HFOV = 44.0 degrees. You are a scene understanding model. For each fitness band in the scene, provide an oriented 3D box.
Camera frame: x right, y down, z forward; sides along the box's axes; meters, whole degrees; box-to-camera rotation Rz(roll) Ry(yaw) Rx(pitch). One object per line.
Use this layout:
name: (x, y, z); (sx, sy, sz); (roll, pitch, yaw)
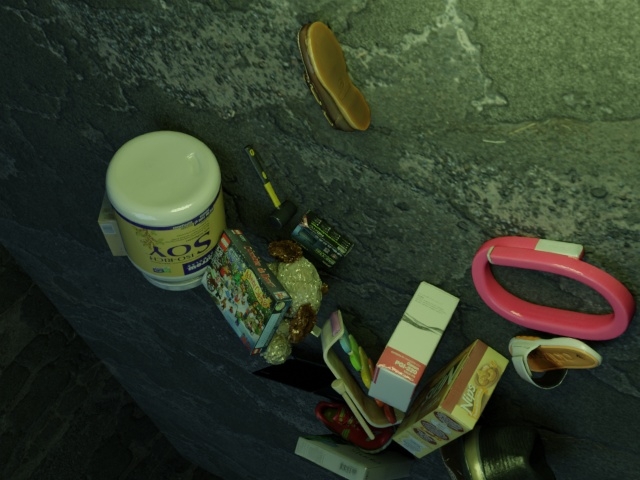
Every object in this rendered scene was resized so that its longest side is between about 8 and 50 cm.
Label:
fitness band: (0.393, 0.086, 1.366); (0.291, 0.054, 0.209); (10, 142, 42)

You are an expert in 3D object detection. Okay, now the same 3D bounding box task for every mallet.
mallet: (-0.103, -0.118, 1.643); (0.039, 0.062, 0.189); (2, 121, 45)

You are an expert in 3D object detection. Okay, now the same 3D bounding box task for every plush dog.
plush dog: (-0.059, 0.120, 1.743); (0.225, 0.211, 0.262); (126, 127, -70)

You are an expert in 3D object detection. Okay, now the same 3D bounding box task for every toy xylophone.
toy xylophone: (0.097, 0.337, 1.908); (0.322, 0.081, 0.236); (55, -170, -29)

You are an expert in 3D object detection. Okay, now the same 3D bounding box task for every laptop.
laptop: (-0.018, 0.428, 2.234); (0.234, 0.136, 0.264); (9, 141, 41)

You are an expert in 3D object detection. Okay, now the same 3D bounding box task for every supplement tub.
supplement tub: (-0.332, -0.056, 1.765); (0.241, 0.241, 0.331); (28, 150, 16)

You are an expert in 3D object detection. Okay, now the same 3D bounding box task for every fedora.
fedora: (0.430, 0.506, 1.773); (0.152, 0.334, 0.334); (-23, 122, 20)

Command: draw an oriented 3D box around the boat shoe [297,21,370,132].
boat shoe: (0.008, -0.255, 1.270); (0.073, 0.073, 0.207); (8, 140, 39)

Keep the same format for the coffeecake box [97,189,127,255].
coffeecake box: (-0.479, -0.078, 1.945); (0.068, 0.185, 0.142); (0, 143, 4)

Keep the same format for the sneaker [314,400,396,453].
sneaker: (0.089, 0.530, 2.280); (0.279, 0.107, 0.118); (5, 148, 44)

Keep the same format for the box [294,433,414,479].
box: (0.106, 0.629, 2.307); (0.232, 0.058, 0.322); (17, 178, 32)

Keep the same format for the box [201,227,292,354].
box: (-0.164, 0.107, 1.710); (0.233, 0.044, 0.159); (50, 128, 33)

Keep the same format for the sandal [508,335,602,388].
sandal: (0.421, 0.233, 1.491); (0.102, 0.076, 0.265); (37, 163, -5)

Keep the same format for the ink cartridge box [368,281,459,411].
ink cartridge box: (0.189, 0.216, 1.609); (0.092, 0.218, 0.158); (24, 150, 11)

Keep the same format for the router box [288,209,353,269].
router box: (0.000, 0.000, 1.688); (0.122, 0.038, 0.092); (38, 153, -1)

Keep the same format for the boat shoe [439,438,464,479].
boat shoe: (0.350, 0.546, 1.953); (0.089, 0.105, 0.285); (55, -156, -88)

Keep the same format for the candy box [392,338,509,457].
candy box: (0.281, 0.357, 1.751); (0.087, 0.183, 0.316); (35, 151, 3)
